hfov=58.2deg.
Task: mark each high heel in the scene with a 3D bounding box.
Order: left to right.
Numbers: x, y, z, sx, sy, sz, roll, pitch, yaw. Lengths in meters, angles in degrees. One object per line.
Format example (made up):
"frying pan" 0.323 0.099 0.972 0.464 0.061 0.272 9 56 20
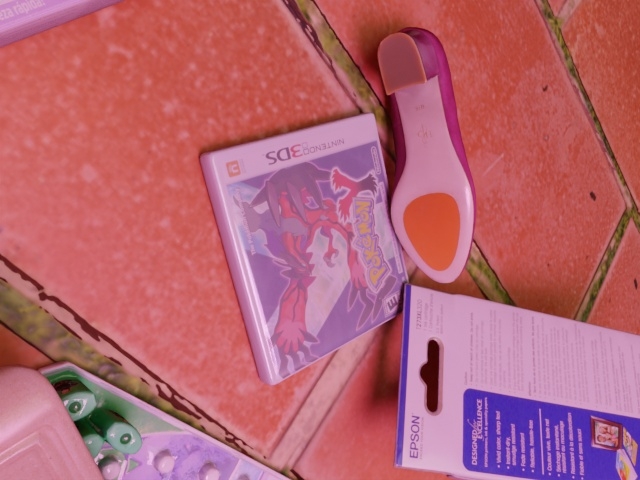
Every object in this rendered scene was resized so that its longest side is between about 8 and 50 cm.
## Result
"high heel" 0.108 -0.085 0.570 0.117 0.082 0.244 -42 115 -62

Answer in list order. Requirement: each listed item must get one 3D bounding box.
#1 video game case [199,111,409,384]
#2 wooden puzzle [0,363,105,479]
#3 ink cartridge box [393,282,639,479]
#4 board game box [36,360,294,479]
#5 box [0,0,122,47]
"video game case" 0.000 0.000 0.518 0.184 0.023 0.201 -22 106 -36
"wooden puzzle" -0.199 0.214 0.288 0.221 0.044 0.238 -32 113 -33
"ink cartridge box" 0.238 0.169 0.604 0.371 0.069 0.175 14 66 -18
"board game box" -0.136 0.346 0.408 0.390 0.050 0.389 42 67 -32
"box" -0.160 -0.175 0.358 0.324 0.067 0.063 -38 113 -30
